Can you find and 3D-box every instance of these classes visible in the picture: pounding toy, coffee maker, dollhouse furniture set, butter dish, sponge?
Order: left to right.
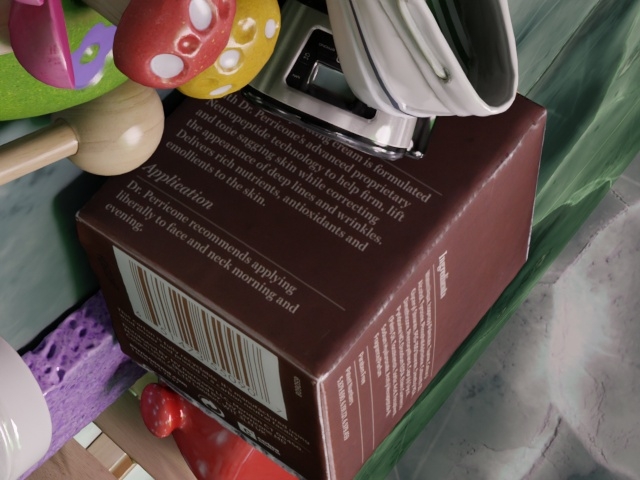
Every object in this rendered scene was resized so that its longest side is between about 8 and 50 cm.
[{"bbox_3d":[-0.140,0.072,0.939,0.210,0.031,0.117,-43,165,-32],"label":"sponge"},{"bbox_3d":[-0.078,-0.079,0.583,0.183,0.110,0.237,-35,159,-46],"label":"pounding toy"},{"bbox_3d":[-0.123,0.178,1.068,0.144,0.123,0.151,-46,165,-15],"label":"dollhouse furniture set"},{"bbox_3d":[-0.059,0.098,0.951,0.118,0.160,0.160,-12,149,-31],"label":"butter dish"},{"bbox_3d":[0.041,-0.136,0.721,0.171,0.120,0.178,-6,122,-64],"label":"coffee maker"}]

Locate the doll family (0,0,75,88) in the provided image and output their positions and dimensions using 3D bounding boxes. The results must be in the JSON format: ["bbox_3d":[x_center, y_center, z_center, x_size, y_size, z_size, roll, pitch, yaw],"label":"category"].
[{"bbox_3d":[-0.148,-0.107,0.251,0.163,0.118,0.263,-13,149,-4],"label":"doll family"}]

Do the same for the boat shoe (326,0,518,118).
[{"bbox_3d":[0.031,-0.150,0.571,0.083,0.076,0.226,-42,125,-29],"label":"boat shoe"}]

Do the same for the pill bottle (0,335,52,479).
[{"bbox_3d":[-0.214,0.114,0.654,0.186,0.112,0.112,-37,161,-42],"label":"pill bottle"}]

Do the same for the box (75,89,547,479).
[{"bbox_3d":[0.000,0.000,0.839,0.203,0.168,0.167,-48,157,-22],"label":"box"}]

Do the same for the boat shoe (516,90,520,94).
[{"bbox_3d":[0.118,-0.086,1.190,0.116,0.096,0.324,-47,166,-12],"label":"boat shoe"}]
